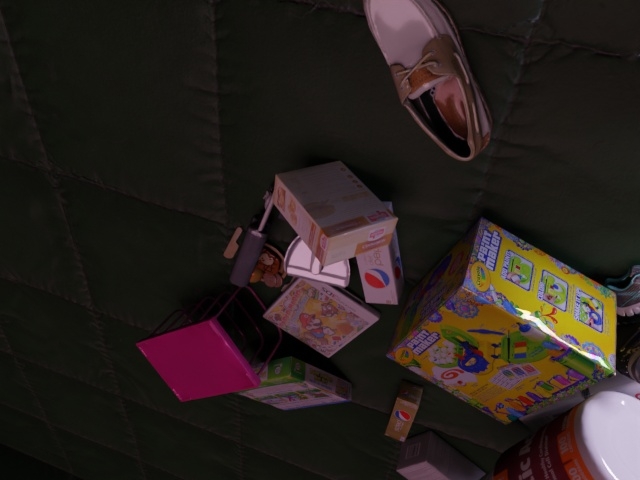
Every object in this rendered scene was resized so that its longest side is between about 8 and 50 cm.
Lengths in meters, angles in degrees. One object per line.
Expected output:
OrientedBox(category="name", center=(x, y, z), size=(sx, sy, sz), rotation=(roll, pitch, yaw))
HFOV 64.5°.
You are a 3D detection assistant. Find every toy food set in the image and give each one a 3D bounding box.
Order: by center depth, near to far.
OrientedBox(category="toy food set", center=(-0.138, 0.059, 1.187), size=(0.192, 0.038, 0.132), rotation=(31, 132, -1))

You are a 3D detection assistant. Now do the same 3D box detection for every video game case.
OrientedBox(category="video game case", center=(-0.003, 0.179, 1.220), size=(0.206, 0.026, 0.227), rotation=(34, 133, -10))

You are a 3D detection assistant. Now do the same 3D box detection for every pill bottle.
OrientedBox(category="pill bottle", center=(0.469, 0.470, 0.961), size=(0.224, 0.224, 0.392), rotation=(27, 133, 2))

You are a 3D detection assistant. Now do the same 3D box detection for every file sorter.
OrientedBox(category="file sorter", center=(-0.275, 0.258, 1.305), size=(0.290, 0.182, 0.202), rotation=(-21, 110, 34))

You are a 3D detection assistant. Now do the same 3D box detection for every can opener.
OrientedBox(category="can opener", center=(-0.110, -0.010, 1.078), size=(0.095, 0.076, 0.283), rotation=(22, 124, -5))

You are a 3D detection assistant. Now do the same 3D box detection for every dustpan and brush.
OrientedBox(category="dustpan and brush", center=(0.000, 0.000, 1.061), size=(0.147, 0.060, 0.211), rotation=(12, 108, 9))

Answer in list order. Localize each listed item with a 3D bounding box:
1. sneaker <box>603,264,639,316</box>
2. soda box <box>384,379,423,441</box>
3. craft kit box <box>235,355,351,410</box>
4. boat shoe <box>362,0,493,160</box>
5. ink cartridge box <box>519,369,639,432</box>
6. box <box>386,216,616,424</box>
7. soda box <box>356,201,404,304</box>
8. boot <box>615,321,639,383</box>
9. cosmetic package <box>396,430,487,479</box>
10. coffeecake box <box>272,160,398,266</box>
OrientedBox(category="sneaker", center=(0.565, 0.069, 0.866), size=(0.076, 0.065, 0.166), rotation=(45, 129, -7))
OrientedBox(category="soda box", center=(0.215, 0.443, 1.317), size=(0.058, 0.061, 0.181), rotation=(18, 131, 11))
OrientedBox(category="craft kit box", center=(-0.087, 0.388, 1.353), size=(0.249, 0.061, 0.246), rotation=(-21, 143, 35))
OrientedBox(category="boat shoe", center=(0.165, -0.254, 0.760), size=(0.113, 0.103, 0.302), rotation=(-28, 111, 37))
OrientedBox(category="ink cartridge box", center=(0.582, 0.342, 1.036), size=(0.197, 0.114, 0.273), rotation=(43, 132, -11))
OrientedBox(category="box", center=(0.322, 0.161, 0.943), size=(0.279, 0.177, 0.290), rotation=(30, 141, 0))
OrientedBox(category="soda box", center=(0.117, 0.028, 1.029), size=(0.073, 0.069, 0.216), rotation=(2, 127, 23))
OrientedBox(category="boot", center=(0.589, 0.156, 0.897), size=(0.085, 0.236, 0.178), rotation=(53, 173, 0))
OrientedBox(category="cosmetic package", center=(0.340, 0.642, 1.393), size=(0.238, 0.107, 0.127), rotation=(39, 132, -12))
OrientedBox(category="coffeecake box", center=(0.021, -0.054, 0.901), size=(0.185, 0.142, 0.068), rotation=(51, 144, 36))
